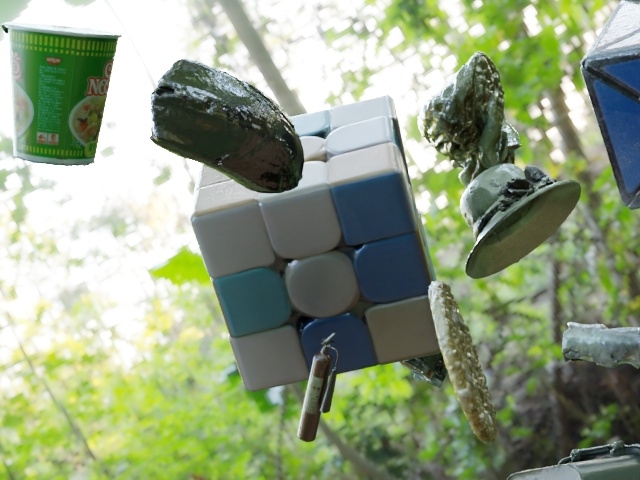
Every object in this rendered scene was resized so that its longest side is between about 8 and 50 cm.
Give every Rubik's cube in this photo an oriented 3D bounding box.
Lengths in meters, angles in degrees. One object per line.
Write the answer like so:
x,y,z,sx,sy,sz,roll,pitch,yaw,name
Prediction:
0.000,0.000,2.206,0.347,0.347,0.344,-14,27,8,Rubik's cube
0.550,-0.217,1.905,0.259,0.260,0.255,-4,28,32,Rubik's cube

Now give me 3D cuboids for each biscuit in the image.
0.175,0.150,1.610,0.033,0.220,0.220,-19,-8,10,biscuit

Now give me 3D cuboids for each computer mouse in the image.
-0.104,-0.133,1.578,0.217,0.122,0.073,24,-28,-20,computer mouse

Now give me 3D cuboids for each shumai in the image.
0.299,-0.219,2.483,0.189,0.218,0.256,-39,-3,3,shumai

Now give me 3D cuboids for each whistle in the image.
0.512,0.162,1.836,0.346,0.134,0.142,4,1,25,whistle

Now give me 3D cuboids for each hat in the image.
0.326,-0.060,2.358,0.257,0.130,0.257,-32,-23,-15,hat

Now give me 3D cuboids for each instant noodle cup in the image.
-0.457,-0.255,2.295,0.207,0.233,0.207,6,12,-1,instant noodle cup

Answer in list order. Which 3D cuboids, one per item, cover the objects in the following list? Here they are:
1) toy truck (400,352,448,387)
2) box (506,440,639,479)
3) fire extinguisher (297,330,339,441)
0.164,0.191,2.344,0.080,0.115,0.178,-61,-34,-11,toy truck
0.318,0.366,1.563,0.135,0.243,0.163,4,-17,-40,box
0.000,0.221,1.949,0.035,0.173,0.049,5,20,-17,fire extinguisher
